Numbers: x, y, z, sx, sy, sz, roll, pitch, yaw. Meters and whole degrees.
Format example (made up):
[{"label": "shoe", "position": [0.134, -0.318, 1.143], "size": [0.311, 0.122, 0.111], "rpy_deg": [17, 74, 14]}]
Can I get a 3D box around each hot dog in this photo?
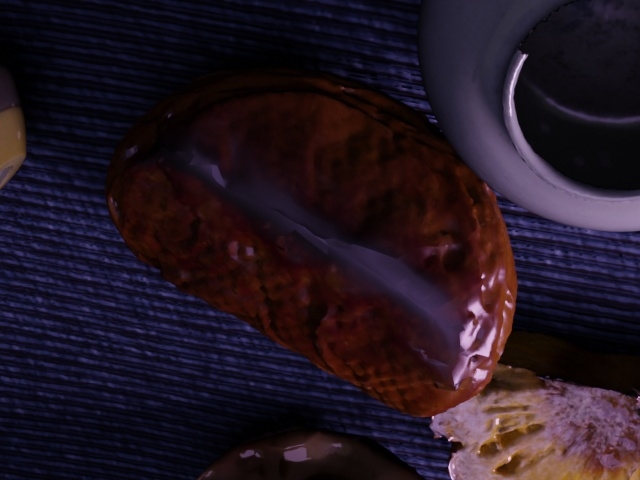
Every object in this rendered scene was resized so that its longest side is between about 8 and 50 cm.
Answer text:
[{"label": "hot dog", "position": [0.000, 0.000, 0.822], "size": [0.227, 0.099, 0.160], "rpy_deg": [37, 129, 3]}]

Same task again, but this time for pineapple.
[{"label": "pineapple", "position": [0.169, 0.126, 0.894], "size": [0.233, 0.079, 0.135], "rpy_deg": [7, 113, 12]}]

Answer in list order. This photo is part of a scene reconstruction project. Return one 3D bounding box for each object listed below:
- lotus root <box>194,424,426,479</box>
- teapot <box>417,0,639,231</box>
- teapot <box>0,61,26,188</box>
[{"label": "lotus root", "position": [0.004, 0.236, 0.927], "size": [0.199, 0.188, 0.180], "rpy_deg": [29, 151, 28]}, {"label": "teapot", "position": [0.142, -0.090, 0.737], "size": [0.193, 0.129, 0.294], "rpy_deg": [-31, 111, 25]}, {"label": "teapot", "position": [-0.232, -0.054, 0.837], "size": [0.119, 0.130, 0.166], "rpy_deg": [46, 150, -1]}]
